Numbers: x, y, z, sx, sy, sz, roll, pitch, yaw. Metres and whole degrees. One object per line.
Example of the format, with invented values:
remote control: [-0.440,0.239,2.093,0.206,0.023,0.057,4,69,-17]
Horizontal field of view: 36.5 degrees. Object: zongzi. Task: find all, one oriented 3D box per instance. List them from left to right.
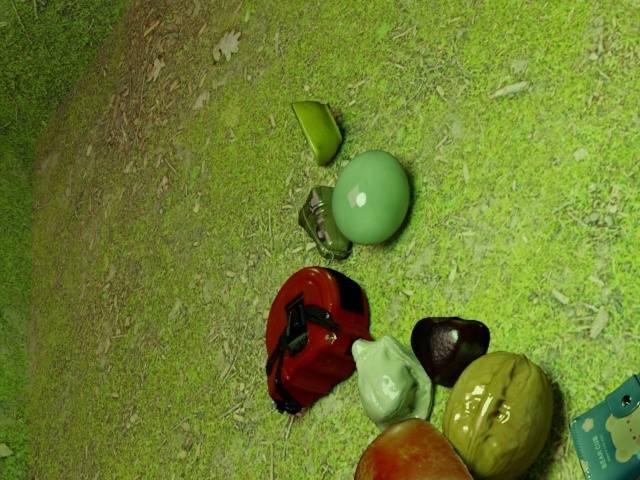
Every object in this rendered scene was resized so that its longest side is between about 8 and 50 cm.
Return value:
zongzi: [0.000,0.000,2.064,0.178,0.081,0.189,129,135,-55]

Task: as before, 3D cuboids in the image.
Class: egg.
egg: [0.098,-0.084,1.884,0.149,0.149,0.192,-11,62,51]

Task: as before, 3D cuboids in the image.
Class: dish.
dish: [-0.001,-0.249,2.143,0.080,0.149,0.208,-23,36,0]

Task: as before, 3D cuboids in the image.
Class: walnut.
walnut: [0.268,0.266,1.474,0.159,0.159,0.207,17,80,56]

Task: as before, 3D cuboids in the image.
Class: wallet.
wallet: [0.438,0.250,1.316,0.202,0.059,0.141,-48,30,29]

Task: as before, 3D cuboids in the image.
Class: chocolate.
chocolate: [0.204,0.183,1.666,0.148,0.080,0.125,8,80,54]

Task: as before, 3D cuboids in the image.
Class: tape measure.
tape measure: [-0.015,0.181,1.938,0.253,0.114,0.261,-42,43,34]

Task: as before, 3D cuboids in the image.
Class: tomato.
tomato: [0.125,0.445,1.480,0.338,0.143,0.339,173,90,-69]

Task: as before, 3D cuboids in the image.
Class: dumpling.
dumpling: [0.130,0.254,1.710,0.136,0.118,0.199,-31,82,27]
